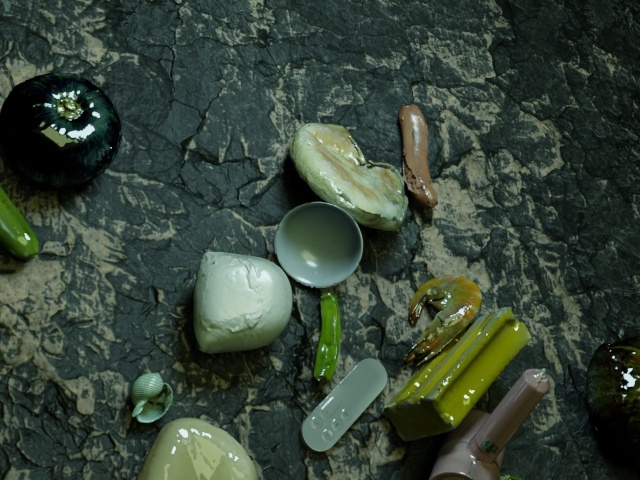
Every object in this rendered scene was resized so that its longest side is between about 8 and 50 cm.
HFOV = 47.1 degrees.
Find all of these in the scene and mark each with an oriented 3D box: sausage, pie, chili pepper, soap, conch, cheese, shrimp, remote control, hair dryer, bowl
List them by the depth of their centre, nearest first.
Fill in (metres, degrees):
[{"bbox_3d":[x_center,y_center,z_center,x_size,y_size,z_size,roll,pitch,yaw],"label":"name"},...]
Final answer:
[{"bbox_3d":[-0.211,0.417,1.260,0.217,0.117,0.235,8,56,-18],"label":"cheese"},{"bbox_3d":[-0.310,0.282,1.327,0.076,0.056,0.085,35,85,-25],"label":"conch"},{"bbox_3d":[0.337,0.352,1.386,0.125,0.353,0.210,32,33,8],"label":"hair dryer"},{"bbox_3d":[-0.148,0.122,1.419,0.188,0.154,0.198,0,68,-5],"label":"cheese"},{"bbox_3d":[0.049,0.331,1.486,0.077,0.022,0.245,48,56,2],"label":"remote control"},{"bbox_3d":[0.016,0.204,1.519,0.051,0.050,0.202,7,59,-3],"label":"chili pepper"},{"bbox_3d":[0.285,0.274,1.521,0.315,0.199,0.091,-37,91,-36],"label":"soap"},{"bbox_3d":[0.000,0.000,1.572,0.189,0.189,0.086,37,17,-4],"label":"bowl"},{"bbox_3d":[0.256,0.170,1.623,0.150,0.068,0.249,21,59,33],"label":"shrimp"},{"bbox_3d":[0.066,-0.145,1.664,0.337,0.075,0.338,25,34,-19],"label":"pie"},{"bbox_3d":[0.238,-0.208,1.813,0.078,0.078,0.305,8,61,-21],"label":"sausage"}]

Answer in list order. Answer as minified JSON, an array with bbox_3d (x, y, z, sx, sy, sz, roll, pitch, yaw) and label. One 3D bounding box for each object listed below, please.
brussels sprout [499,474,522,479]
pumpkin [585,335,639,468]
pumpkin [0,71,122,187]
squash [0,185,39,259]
[{"bbox_3d":[0.391,0.556,1.490,0.139,0.100,0.181,-44,106,-18],"label":"brussels sprout"},{"bbox_3d":[0.758,0.372,1.687,0.320,0.192,0.321,12,59,-20],"label":"pumpkin"},{"bbox_3d":[-0.505,-0.216,1.423,0.233,0.163,0.233,12,61,-22],"label":"pumpkin"},{"bbox_3d":[-0.605,-0.064,1.357,0.066,0.066,0.252,-33,81,-33],"label":"squash"}]
